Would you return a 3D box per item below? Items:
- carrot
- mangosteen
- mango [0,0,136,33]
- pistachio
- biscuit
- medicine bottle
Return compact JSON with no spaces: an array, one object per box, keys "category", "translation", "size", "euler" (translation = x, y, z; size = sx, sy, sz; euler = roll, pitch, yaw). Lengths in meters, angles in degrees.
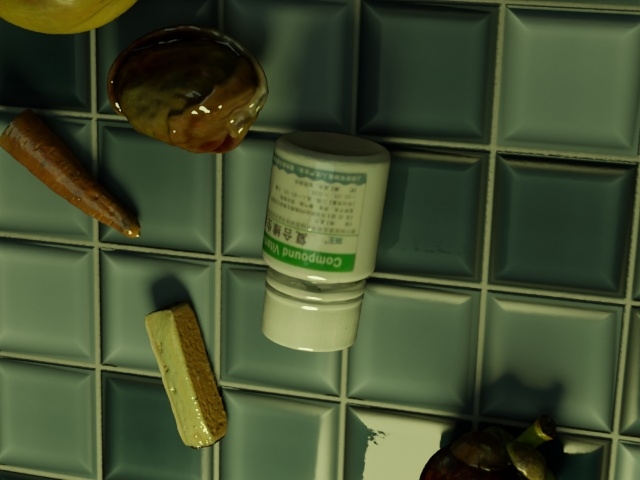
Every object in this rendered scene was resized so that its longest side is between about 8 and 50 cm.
[{"category":"carrot","translation":[-0.305,-0.073,1.632],"size":[0.209,0.061,0.061],"euler":[42,111,-1]},{"category":"mangosteen","translation":[0.196,0.279,1.540],"size":[0.145,0.156,0.181],"euler":[13,78,39]},{"category":"mango","translation":[-0.334,-0.450,1.454],"size":[0.301,0.220,0.445],"euler":[-22,94,26]},{"category":"pistachio","translation":[-0.159,-0.170,1.523],"size":[0.210,0.130,0.165],"euler":[-1,116,27]},{"category":"biscuit","translation":[-0.172,0.171,1.657],"size":[0.056,0.052,0.188],"euler":[-8,102,35]},{"category":"medicine bottle","translation":[0.000,0.000,1.515],"size":[0.139,0.139,0.237],"euler":[13,109,13]}]
